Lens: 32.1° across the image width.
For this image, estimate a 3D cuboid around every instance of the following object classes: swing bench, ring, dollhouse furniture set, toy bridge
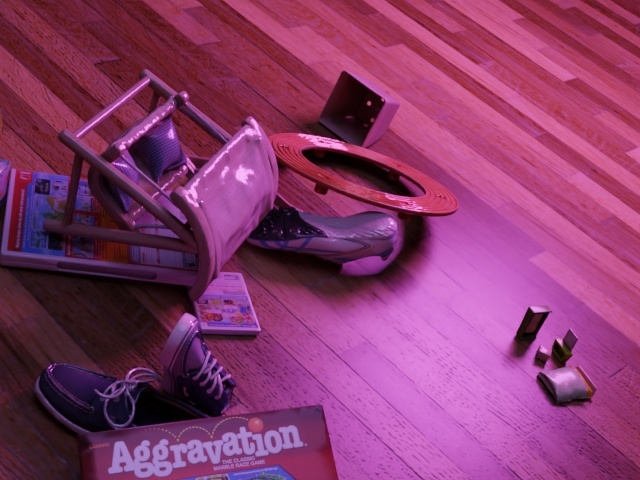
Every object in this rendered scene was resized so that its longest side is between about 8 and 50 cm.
[{"bbox_3d":[-0.207,-0.085,1.561,0.254,0.165,0.253,24,34,7],"label":"swing bench"},{"bbox_3d":[0.067,-0.104,1.843,0.336,0.032,0.336,17,18,-6],"label":"ring"},{"bbox_3d":[0.358,0.169,1.670,0.076,0.059,0.152,-2,41,-29],"label":"dollhouse furniture set"},{"bbox_3d":[-0.109,-0.075,1.780,0.188,0.026,0.063,25,34,4],"label":"toy bridge"}]

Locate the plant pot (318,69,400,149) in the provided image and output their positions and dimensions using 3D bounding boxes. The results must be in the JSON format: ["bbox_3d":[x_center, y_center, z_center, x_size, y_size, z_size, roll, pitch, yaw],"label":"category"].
[{"bbox_3d":[0.082,-0.240,2.045,0.109,0.109,0.096,39,25,24],"label":"plant pot"}]

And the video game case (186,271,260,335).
[{"bbox_3d":[-0.139,0.087,1.559,0.087,0.011,0.122,4,38,-24],"label":"video game case"}]

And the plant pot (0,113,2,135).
[{"bbox_3d":[-0.614,-0.328,1.568,0.366,0.353,0.366,14,36,-11],"label":"plant pot"}]

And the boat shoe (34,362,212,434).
[{"bbox_3d":[-0.216,0.202,1.303,0.254,0.079,0.095,29,35,10],"label":"boat shoe"}]

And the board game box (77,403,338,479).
[{"bbox_3d":[-0.118,0.268,1.226,0.281,0.027,0.145,-5,63,-18],"label":"board game box"}]

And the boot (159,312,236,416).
[{"bbox_3d":[-0.140,0.151,1.328,0.086,0.190,0.069,28,66,6],"label":"boot"}]

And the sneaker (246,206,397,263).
[{"bbox_3d":[0.000,0.000,1.703,0.237,0.086,0.085,2,37,-3],"label":"sneaker"}]

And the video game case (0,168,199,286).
[{"bbox_3d":[-0.305,-0.020,1.592,0.285,0.025,0.204,8,36,-16],"label":"video game case"}]

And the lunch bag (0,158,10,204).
[{"bbox_3d":[-0.472,-0.071,1.543,0.053,0.071,0.083,19,36,0],"label":"lunch bag"}]
